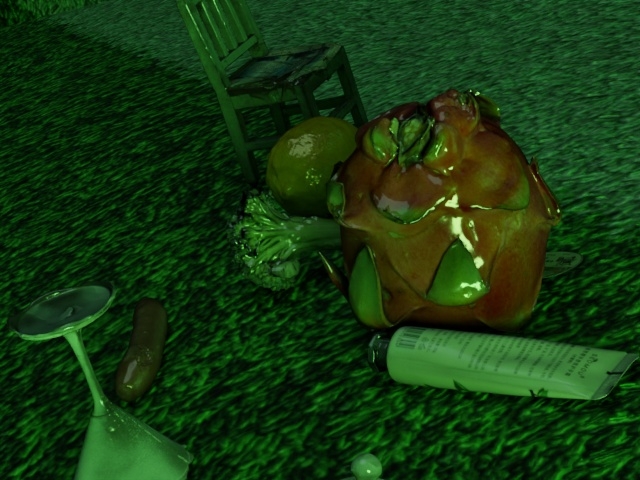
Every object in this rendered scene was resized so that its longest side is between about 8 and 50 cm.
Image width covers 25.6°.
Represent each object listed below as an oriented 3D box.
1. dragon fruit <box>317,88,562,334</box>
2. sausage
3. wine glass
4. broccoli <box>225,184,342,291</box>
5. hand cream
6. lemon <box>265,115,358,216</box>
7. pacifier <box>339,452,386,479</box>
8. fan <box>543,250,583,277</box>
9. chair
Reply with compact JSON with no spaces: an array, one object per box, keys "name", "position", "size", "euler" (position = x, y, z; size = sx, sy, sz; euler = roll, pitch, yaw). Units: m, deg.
[{"name":"dragon fruit","position":[0.106,-0.022,1.299],"size":[0.224,0.227,0.224],"euler":[-23,14,6]},{"name":"sausage","position":[-0.182,0.108,1.453],"size":[0.043,0.043,0.186],"euler":[-16,22,6]},{"name":"wine glass","position":[-0.192,0.135,1.206],"size":[0.122,0.183,0.122],"euler":[-16,23,7]},{"name":"broccoli","position":[0.000,-0.002,1.515],"size":[0.204,0.118,0.122],"euler":[-2,-8,-1]},{"name":"hand cream","position":[0.148,0.104,1.197],"size":[0.234,0.050,0.080],"euler":[3,26,34]},{"name":"lemon","position":[0.000,-0.090,1.677],"size":[0.114,0.114,0.155],"euler":[2,28,41]},{"name":"pacifier","position":[0.039,0.189,1.051],"size":[0.068,0.064,0.083],"euler":[0,23,1]},{"name":"fan","position":[0.226,0.027,1.364],"size":[0.060,0.003,0.080],"euler":[-13,22,15]},{"name":"chair","position":[-0.054,-0.223,1.827],"size":[0.147,0.270,0.136],"euler":[-6,24,30]}]
